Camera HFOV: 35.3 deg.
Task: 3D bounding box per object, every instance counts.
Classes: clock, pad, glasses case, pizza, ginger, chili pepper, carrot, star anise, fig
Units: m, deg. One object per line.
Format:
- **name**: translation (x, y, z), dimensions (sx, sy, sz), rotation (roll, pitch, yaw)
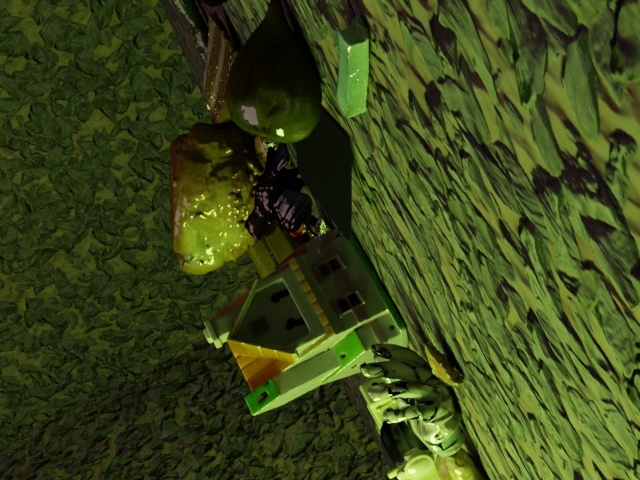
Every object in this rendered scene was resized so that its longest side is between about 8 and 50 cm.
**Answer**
- **clock**: translation (0.202, 0.457, 2.012), dimensions (0.276, 0.120, 0.379), rotation (60, 178, -34)
- **clock**: translation (-0.037, 0.147, 1.760), dimensions (0.235, 0.309, 0.166), rotation (61, 173, 23)
- **pad**: translation (0.028, -0.058, 1.526), dimensions (0.250, 0.055, 0.323), rotation (55, 170, 54)
- **glasses case**: translation (-0.087, 0.044, 2.410), dimensions (0.173, 0.141, 0.371), rotation (35, -163, -46)
- **pizza**: translation (0.172, 0.170, 1.412), dimensions (0.078, 0.025, 0.083), rotation (60, 168, -13)
- **ginger**: translation (0.274, 0.459, 1.624), dimensions (0.299, 0.065, 0.118), rotation (60, 178, 4)
- **chili pepper**: translation (-0.262, -0.427, 2.367), dimensions (0.085, 0.076, 0.359), rotation (-57, -54, -74)
- **carrot**: translation (-0.088, -0.157, 2.111), dimensions (0.069, 0.069, 0.229), rotation (59, 173, 37)
- **star anise**: translation (0.004, -0.002, 2.005), dimensions (0.157, 0.053, 0.212), rotation (64, 176, -19)
- **fig**: translation (-0.047, -0.224, 1.350), dimensions (0.126, 0.185, 0.133), rotation (23, -178, -33)

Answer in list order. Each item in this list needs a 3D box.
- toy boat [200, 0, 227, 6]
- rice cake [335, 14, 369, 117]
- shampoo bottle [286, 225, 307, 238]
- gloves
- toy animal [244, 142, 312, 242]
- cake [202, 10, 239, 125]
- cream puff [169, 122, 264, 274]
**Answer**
- **toy boat**: translation (-0.154, -0.391, 1.274), dimensions (0.142, 0.129, 0.309), rotation (49, 173, -2)
- **rice cake**: translation (0.033, -0.182, 1.061), dimensions (0.180, 0.030, 0.042), rotation (88, 158, -74)
- **shampoo bottle**: translation (-0.105, -0.130, 2.344), dimensions (0.260, 0.064, 0.102), rotation (61, 173, 29)
- **gloves**: translation (0.146, 0.235, 1.564), dimensions (0.127, 0.111, 0.212), rotation (-79, -33, -58)
- **toy animal**: translation (-0.093, -0.088, 1.886), dimensions (0.116, 0.179, 0.218), rotation (36, -166, -39)
- **cake**: translation (-0.198, -0.343, 2.077), dimensions (0.116, 0.113, 0.295), rotation (59, 167, 23)
- **cream puff**: translation (-0.219, -0.095, 2.229), dimensions (0.327, 0.231, 0.343), rotation (-150, 59, -75)
